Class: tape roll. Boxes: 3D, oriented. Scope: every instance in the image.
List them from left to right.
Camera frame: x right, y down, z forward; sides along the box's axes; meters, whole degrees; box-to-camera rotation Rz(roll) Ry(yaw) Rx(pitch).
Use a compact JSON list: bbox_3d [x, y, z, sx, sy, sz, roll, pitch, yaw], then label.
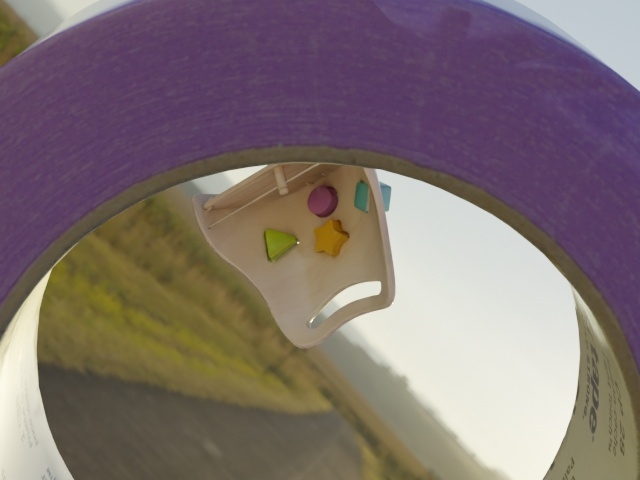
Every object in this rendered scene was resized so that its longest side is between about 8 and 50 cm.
[{"bbox_3d":[-0.004,0.054,0.405,0.275,0.275,0.090,47,12,-13],"label":"tape roll"}]

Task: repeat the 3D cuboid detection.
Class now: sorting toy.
[{"bbox_3d":[0.000,0.000,0.529,0.045,0.083,0.075,14,54,-53],"label":"sorting toy"}]
